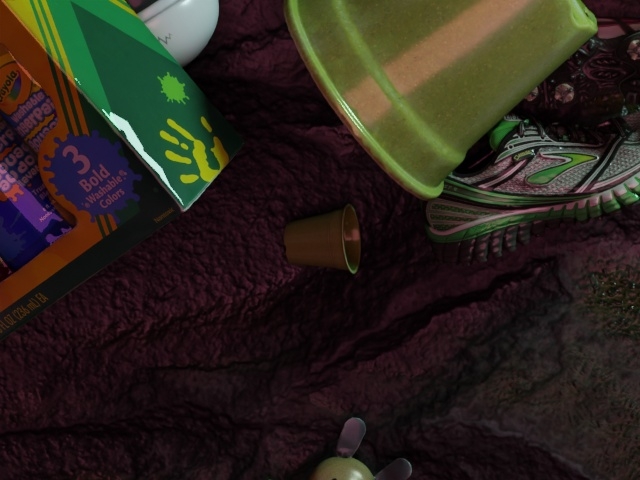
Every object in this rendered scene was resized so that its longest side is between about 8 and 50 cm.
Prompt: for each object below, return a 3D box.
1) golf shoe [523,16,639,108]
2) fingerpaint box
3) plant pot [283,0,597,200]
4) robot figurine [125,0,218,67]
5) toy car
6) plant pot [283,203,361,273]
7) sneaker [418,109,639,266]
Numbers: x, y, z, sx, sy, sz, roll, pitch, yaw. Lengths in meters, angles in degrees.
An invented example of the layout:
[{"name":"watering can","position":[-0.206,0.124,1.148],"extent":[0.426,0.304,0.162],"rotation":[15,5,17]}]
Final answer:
[{"name":"golf shoe","position":[0.313,-0.209,1.713],"extent":[0.273,0.120,0.105],"rotation":[10,114,22]},{"name":"fingerpaint box","position":[-0.373,-0.107,1.640],"extent":[0.445,0.163,0.371],"rotation":[-32,104,36]},{"name":"plant pot","position":[0.143,-0.225,1.600],"extent":[0.254,0.276,0.276],"rotation":[-35,102,19]},{"name":"robot figurine","position":[-0.230,-0.309,1.663],"extent":[0.209,0.173,0.278],"rotation":[-21,107,43]},{"name":"toy car","position":[0.020,0.320,1.853],"extent":[0.155,0.149,0.188],"rotation":[42,92,1]},{"name":"plant pot","position":[0.000,0.000,1.793],"extent":[0.079,0.083,0.083],"rotation":[-3,106,15]},{"name":"sneaker","position":[0.271,-0.091,1.724],"extent":[0.343,0.134,0.146],"rotation":[-21,103,8]}]
